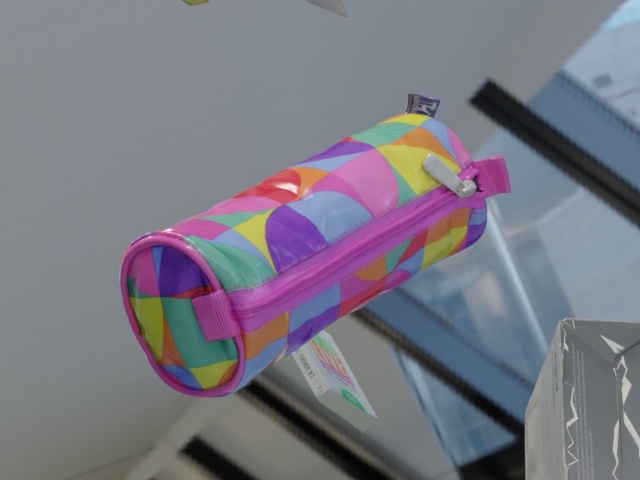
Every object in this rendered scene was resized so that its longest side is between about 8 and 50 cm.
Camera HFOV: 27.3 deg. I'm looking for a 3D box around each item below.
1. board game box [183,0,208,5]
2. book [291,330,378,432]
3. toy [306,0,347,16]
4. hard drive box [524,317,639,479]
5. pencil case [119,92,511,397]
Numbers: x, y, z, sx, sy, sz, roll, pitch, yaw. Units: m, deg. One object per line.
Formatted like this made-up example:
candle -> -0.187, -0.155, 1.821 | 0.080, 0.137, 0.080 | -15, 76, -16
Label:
board game box -> -0.205, -0.366, 1.494 | 0.039, 0.124, 0.259 | -5, -12, 29
book -> 0.001, 0.145, 1.492 | 0.035, 0.144, 0.096 | -42, -46, 9
toy -> -0.046, -0.301, 1.249 | 0.056, 0.137, 0.237 | -63, -17, -6
hard drive box -> 0.230, 0.192, 1.114 | 0.089, 0.181, 0.232 | 3, -25, 2
pencil case -> 0.000, 0.000, 0.745 | 0.236, 0.104, 0.104 | -30, -4, -40
